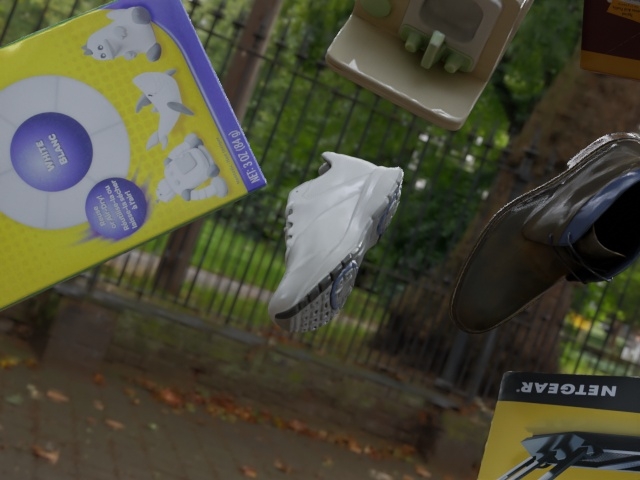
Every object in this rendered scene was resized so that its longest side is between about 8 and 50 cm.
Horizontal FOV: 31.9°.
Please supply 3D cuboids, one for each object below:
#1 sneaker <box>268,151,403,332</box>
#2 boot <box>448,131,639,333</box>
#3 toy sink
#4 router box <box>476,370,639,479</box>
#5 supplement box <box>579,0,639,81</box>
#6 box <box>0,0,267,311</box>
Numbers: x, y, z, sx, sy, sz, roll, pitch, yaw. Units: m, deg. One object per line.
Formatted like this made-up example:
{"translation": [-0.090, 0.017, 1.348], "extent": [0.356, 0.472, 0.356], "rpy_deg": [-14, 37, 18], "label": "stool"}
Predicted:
{"translation": [0.000, 0.000, 1.437], "extent": [0.129, 0.297, 0.111], "rpy_deg": [23, -42, 12], "label": "sneaker"}
{"translation": [0.189, 0.003, 0.898], "extent": [0.082, 0.219, 0.106], "rpy_deg": [41, 10, -10], "label": "boot"}
{"translation": [0.127, -0.251, 1.079], "extent": [0.153, 0.234, 0.131], "rpy_deg": [29, -32, 6], "label": "toy sink"}
{"translation": [0.281, 0.226, 0.910], "extent": [0.309, 0.243, 0.081], "rpy_deg": [-1, -48, 24], "label": "router box"}
{"translation": [0.355, -0.246, 1.012], "extent": [0.191, 0.194, 0.129], "rpy_deg": [19, 35, 35], "label": "supplement box"}
{"translation": [-0.127, -0.032, 0.492], "extent": [0.105, 0.179, 0.043], "rpy_deg": [64, -11, -4], "label": "box"}
